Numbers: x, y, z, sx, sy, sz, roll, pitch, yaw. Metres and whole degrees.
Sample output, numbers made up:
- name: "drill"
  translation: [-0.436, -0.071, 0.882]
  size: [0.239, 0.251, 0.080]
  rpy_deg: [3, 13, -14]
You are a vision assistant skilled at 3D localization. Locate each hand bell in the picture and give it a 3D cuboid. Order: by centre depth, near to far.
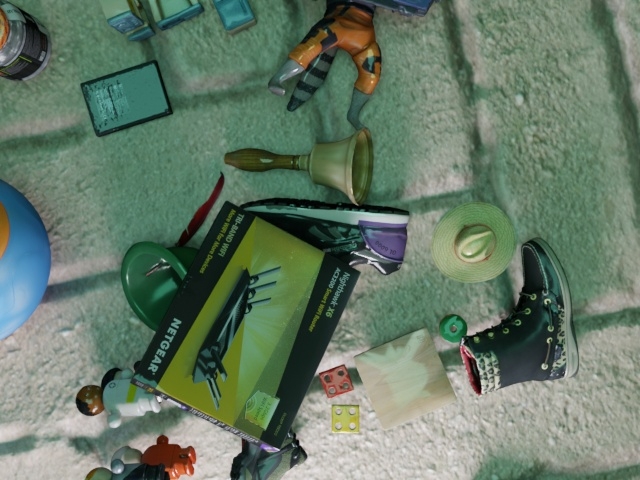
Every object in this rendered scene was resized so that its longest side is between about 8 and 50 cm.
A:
- name: "hand bell"
  translation: [-0.045, -0.130, 1.589]
  size: [0.241, 0.126, 0.126]
  rpy_deg: [6, 92, 19]

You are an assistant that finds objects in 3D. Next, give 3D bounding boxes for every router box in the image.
- name: "router box"
  translation: [-0.111, 0.131, 1.481]
  size: [0.242, 0.081, 0.309]
  rpy_deg: [27, 71, -7]

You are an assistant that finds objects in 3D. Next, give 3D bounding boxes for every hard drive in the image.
- name: "hard drive"
  translation: [-0.326, -0.239, 1.631]
  size: [0.135, 0.022, 0.094]
  rpy_deg: [-17, 90, 3]

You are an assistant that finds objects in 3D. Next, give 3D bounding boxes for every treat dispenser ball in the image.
- name: "treat dispenser ball"
  translation: [-0.571, 0.031, 1.519]
  size: [0.288, 0.288, 0.288]
  rpy_deg: [0, 91, 3]

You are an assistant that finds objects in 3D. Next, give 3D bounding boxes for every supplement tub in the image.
- name: "supplement tub"
  translation: [-0.516, -0.326, 1.555]
  size: [0.116, 0.190, 0.117]
  rpy_deg: [0, 91, 2]

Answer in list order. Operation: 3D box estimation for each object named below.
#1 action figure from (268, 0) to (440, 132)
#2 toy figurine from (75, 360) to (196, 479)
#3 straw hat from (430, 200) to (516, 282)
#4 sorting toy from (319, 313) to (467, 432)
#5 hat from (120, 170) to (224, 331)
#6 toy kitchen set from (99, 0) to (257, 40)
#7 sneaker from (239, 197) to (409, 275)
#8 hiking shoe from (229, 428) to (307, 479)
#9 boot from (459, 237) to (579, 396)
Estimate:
- name: "action figure"
  translation: [0.001, -0.375, 1.541]
  size: [0.341, 0.178, 0.330]
  rpy_deg: [19, 87, -22]
- name: "toy figurine"
  translation: [-0.301, 0.305, 1.552]
  size: [0.148, 0.209, 0.213]
  rpy_deg: [-5, 92, 11]
- name: "straw hat"
  translation: [0.254, 0.006, 1.588]
  size: [0.144, 0.061, 0.145]
  rpy_deg: [0, 91, 4]
- name: "sorting toy"
  translation: [0.131, 0.230, 1.607]
  size: [0.274, 0.046, 0.132]
  rpy_deg: [-23, 90, 3]
- name: "hat"
  translation: [-0.209, 0.039, 1.633]
  size: [0.173, 0.183, 0.208]
  rpy_deg: [47, 134, 6]
- name: "toy kitchen set"
  translation: [-0.227, -0.375, 1.551]
  size: [0.207, 0.166, 0.122]
  rpy_deg: [-25, 90, 4]
- name: "sneaker"
  translation: [0.000, 0.000, 1.583]
  size: [0.283, 0.107, 0.124]
  rpy_deg: [6, 98, 3]
- name: "hiking shoe"
  translation: [-0.075, 0.328, 1.614]
  size: [0.114, 0.086, 0.227]
  rpy_deg: [16, 86, -21]
- name: "boot"
  translation: [0.311, 0.127, 1.557]
  size: [0.178, 0.085, 0.237]
  rpy_deg: [-13, 95, -13]
